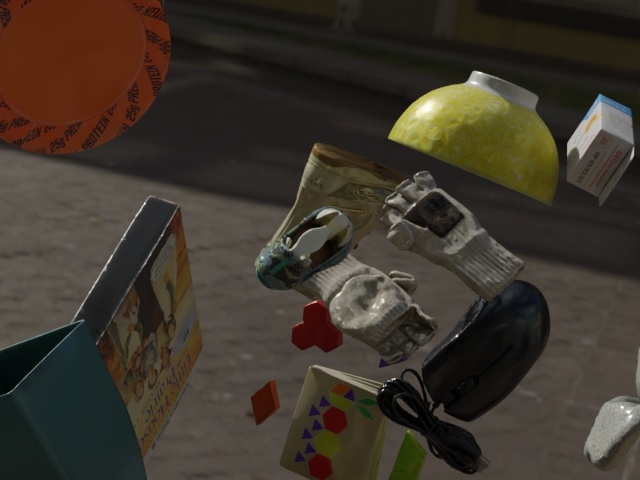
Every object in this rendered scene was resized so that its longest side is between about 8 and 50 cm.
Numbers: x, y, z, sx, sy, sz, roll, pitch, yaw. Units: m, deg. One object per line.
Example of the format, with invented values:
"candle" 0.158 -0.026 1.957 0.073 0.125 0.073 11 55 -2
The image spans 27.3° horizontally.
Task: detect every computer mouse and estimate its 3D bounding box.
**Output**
"computer mouse" 0.225 0.174 1.798 0.188 0.272 0.072 40 -7 -14

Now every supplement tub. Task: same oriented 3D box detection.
"supplement tub" -0.259 -0.220 1.109 0.207 0.207 0.338 0 31 -30

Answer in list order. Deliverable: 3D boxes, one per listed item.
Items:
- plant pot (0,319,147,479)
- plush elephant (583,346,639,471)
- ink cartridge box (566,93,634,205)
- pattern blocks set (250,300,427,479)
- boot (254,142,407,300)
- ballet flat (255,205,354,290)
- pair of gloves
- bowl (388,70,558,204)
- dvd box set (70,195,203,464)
"plant pot" -0.308 0.246 1.494 0.165 0.234 0.166 -20 17 28
"plush elephant" 0.380 0.131 1.121 0.330 0.272 0.255 37 20 34
"ink cartridge box" 0.435 -0.142 2.054 0.061 0.104 0.181 26 29 -4
"pattern blocks set" 0.027 0.283 1.991 0.285 0.325 0.026 30 15 17
"boot" 0.040 -0.011 1.837 0.262 0.203 0.095 17 16 -49
"ballet flat" 0.000 0.000 1.477 0.070 0.070 0.188 15 31 23
"pair of gloves" 0.105 0.031 1.636 0.240 0.042 0.204 -33 57 -17
"bowl" 0.270 -0.181 2.129 0.289 0.156 0.289 23 5 -2
"dvd box set" -0.296 0.175 2.167 0.062 0.420 0.307 16 52 14
